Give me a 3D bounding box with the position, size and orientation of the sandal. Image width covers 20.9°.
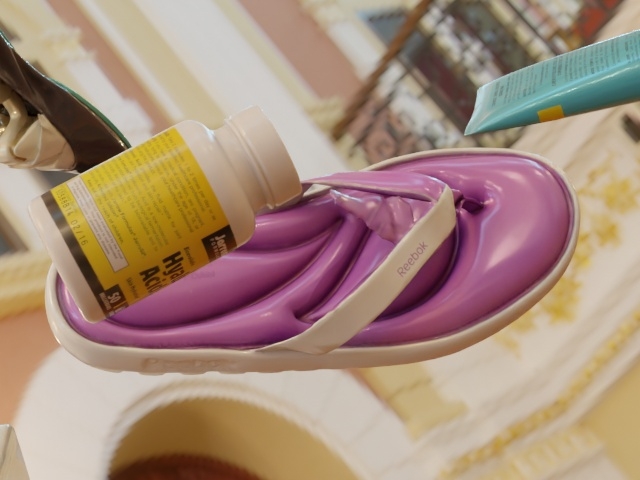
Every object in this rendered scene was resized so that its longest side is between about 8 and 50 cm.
[{"bbox_3d":[0.005,0.013,1.283,0.416,0.169,0.102,-14,-25,-11],"label":"sandal"}]

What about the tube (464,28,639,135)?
[{"bbox_3d":[0.199,-0.114,1.166,0.207,0.052,0.080,-14,18,18],"label":"tube"}]

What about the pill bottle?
[{"bbox_3d":[-0.070,-0.016,0.795,0.116,0.065,0.065,-29,-22,-7],"label":"pill bottle"}]

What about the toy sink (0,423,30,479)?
[{"bbox_3d":[-0.233,0.210,0.959,0.153,0.131,0.234,-15,11,-4],"label":"toy sink"}]

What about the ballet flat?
[{"bbox_3d":[-0.211,-0.092,1.148,0.074,0.074,0.203,-41,-62,6],"label":"ballet flat"}]
